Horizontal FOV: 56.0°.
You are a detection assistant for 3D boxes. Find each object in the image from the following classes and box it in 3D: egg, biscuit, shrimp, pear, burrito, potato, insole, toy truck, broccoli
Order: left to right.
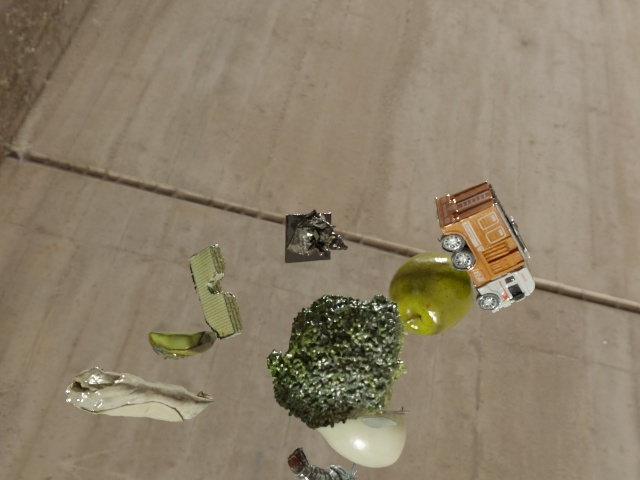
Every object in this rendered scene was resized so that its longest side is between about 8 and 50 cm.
[{"bbox_3d":[-0.295,0.268,1.025,0.082,0.275,0.059,-36,-127,18],"label":"burrito"},{"bbox_3d":[-0.279,0.213,1.218,0.198,0.119,0.054,-10,-110,39],"label":"potato"},{"bbox_3d":[-0.277,0.141,1.596,0.147,0.046,0.249,-31,-107,50],"label":"biscuit"},{"bbox_3d":[0.028,0.872,2.201,0.221,0.411,0.166,-42,-132,10],"label":"shrimp"},{"bbox_3d":[0.042,0.247,1.200,0.259,0.288,0.235,71,8,-48],"label":"broccoli"},{"bbox_3d":[0.139,0.617,1.874,0.264,0.287,0.173,-39,-129,55],"label":"egg"},{"bbox_3d":[0.132,0.418,1.383,0.002,0.053,0.153,-64,-170,-27],"label":"insole"},{"bbox_3d":[0.363,0.172,1.984,0.294,0.295,0.293,-166,-90,-88],"label":"pear"},{"bbox_3d":[0.499,0.024,1.789,0.387,0.207,0.173,53,24,-29],"label":"toy truck"}]

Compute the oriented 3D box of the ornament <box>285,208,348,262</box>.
[{"bbox_3d":[0.000,0.000,1.782,0.196,0.153,0.166,-158,-114,-63],"label":"ornament"}]
